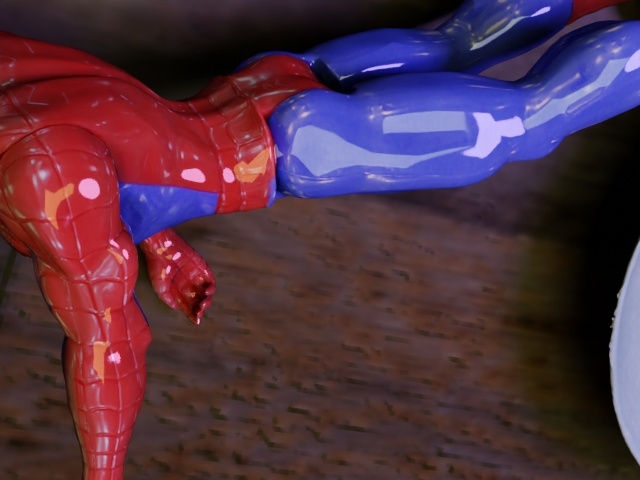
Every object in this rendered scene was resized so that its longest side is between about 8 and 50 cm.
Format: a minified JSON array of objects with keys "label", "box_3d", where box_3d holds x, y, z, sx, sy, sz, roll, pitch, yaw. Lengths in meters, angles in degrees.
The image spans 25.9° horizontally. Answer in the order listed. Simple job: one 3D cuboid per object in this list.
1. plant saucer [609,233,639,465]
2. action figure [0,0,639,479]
[{"label":"plant saucer","box_3d":[0.178,0.008,0.498,0.195,0.037,0.195,-11,119,-20]},{"label":"action figure","box_3d":[0.000,0.000,0.381,0.280,0.091,0.139,-10,123,-23]}]
